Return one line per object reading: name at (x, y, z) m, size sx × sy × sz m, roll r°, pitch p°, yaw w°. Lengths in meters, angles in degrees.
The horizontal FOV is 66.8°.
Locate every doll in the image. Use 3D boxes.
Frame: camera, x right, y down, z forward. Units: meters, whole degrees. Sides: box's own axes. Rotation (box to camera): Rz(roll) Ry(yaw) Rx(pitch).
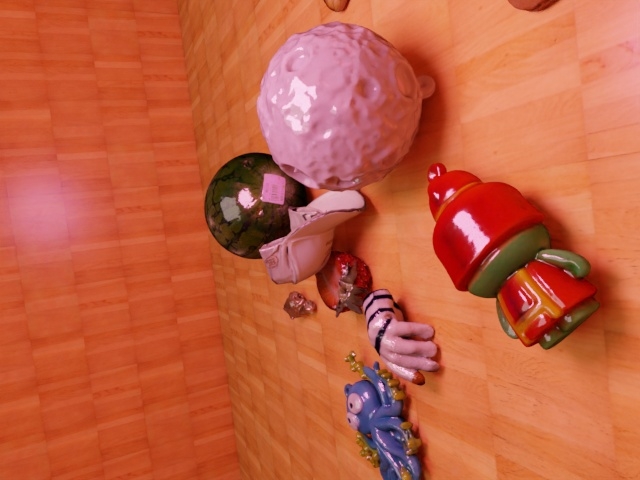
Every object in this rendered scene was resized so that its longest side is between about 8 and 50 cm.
doll at (0.272, 0.002, 0.786) m, size 0.182 × 0.160 × 0.363 m, roll 109°, pitch 144°, yaw -46°
doll at (0.148, 0.493, 1.268) m, size 0.341 × 0.099 × 0.346 m, roll -141°, pitch 46°, yaw -58°

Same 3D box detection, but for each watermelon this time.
watermelon at (-0.206, -0.109, 1.563) m, size 0.363 × 0.363 × 0.363 m, roll 30°, pitch 124°, yaw 59°

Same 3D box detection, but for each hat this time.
hat at (0.000, -0.011, 1.265) m, size 0.301 × 0.258 × 0.168 m, roll -27°, pitch 109°, yaw 26°

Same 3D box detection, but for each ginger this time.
ginger at (-0.071, 0.218, 1.686) m, size 0.165 × 0.067 × 0.096 m, roll -24°, pitch 76°, yaw 50°

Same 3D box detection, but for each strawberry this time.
strawberry at (0.055, 0.115, 1.340) m, size 0.228 × 0.098 × 0.174 m, roll -172°, pitch 86°, yaw -66°

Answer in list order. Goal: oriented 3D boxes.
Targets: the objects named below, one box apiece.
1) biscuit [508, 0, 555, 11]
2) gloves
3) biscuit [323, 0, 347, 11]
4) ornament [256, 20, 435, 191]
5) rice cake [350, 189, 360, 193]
biscuit at (0.284, -0.497, 0.734) m, size 0.277 × 0.052 × 0.262 m, roll 46°, pitch 137°, yaw 51°
gloves at (0.173, 0.227, 1.109) m, size 0.140 × 0.131 × 0.218 m, roll 110°, pitch 152°, yaw -49°
biscuit at (0.032, -0.705, 1.218) m, size 0.203 × 0.041 × 0.260 m, roll -7°, pitch 92°, yaw 62°
ornament at (0.033, -0.257, 0.990) m, size 0.337 × 0.337 × 0.337 m, roll 30°, pitch 124°, yaw 59°
rice cake at (0.056, -0.184, 1.330) m, size 0.180 × 0.030 × 0.042 m, roll 61°, pitch 139°, yaw 37°
